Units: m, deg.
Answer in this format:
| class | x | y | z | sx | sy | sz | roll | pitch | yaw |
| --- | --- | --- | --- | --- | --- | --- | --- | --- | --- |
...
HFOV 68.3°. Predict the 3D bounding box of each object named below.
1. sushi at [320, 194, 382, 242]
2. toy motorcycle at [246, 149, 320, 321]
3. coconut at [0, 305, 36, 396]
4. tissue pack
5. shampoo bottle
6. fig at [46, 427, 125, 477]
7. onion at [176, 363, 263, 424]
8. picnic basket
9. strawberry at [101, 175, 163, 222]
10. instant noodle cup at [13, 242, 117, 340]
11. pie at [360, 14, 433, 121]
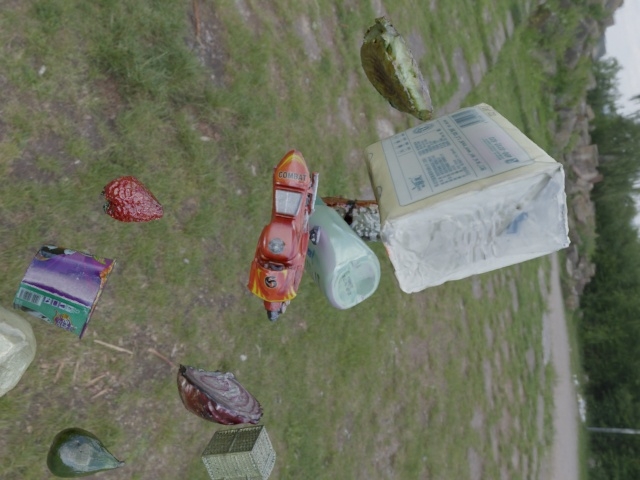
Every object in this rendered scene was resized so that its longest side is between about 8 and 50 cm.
| class | x | y | z | sx | sy | sz | roll | pitch | yaw |
| --- | --- | --- | --- | --- | --- | --- | --- | --- | --- |
| sushi | 0.097 | -0.065 | 1.437 | 0.124 | 0.332 | 0.129 | -50 | 141 | -66 |
| toy motorcycle | -0.061 | 0.001 | 0.838 | 0.171 | 0.089 | 0.298 | 22 | 78 | -78 |
| coconut | -0.727 | 0.227 | 0.980 | 0.224 | 0.224 | 0.224 | 23 | 61 | -52 |
| tissue pack | 0.125 | -0.049 | 0.455 | 0.196 | 0.148 | 0.092 | -87 | 156 | -61 |
| shampoo bottle | 0.000 | 0.000 | 1.190 | 0.349 | 0.151 | 0.221 | 49 | -14 | 42 |
| fig | -0.562 | 0.521 | 1.130 | 0.178 | 0.117 | 0.117 | 22 | 50 | -2 |
| onion | -0.350 | 0.545 | 1.578 | 0.146 | 0.280 | 0.314 | -54 | 136 | -3 |
| picnic basket | -0.273 | 0.743 | 1.613 | 0.134 | 0.196 | 0.154 | -59 | 134 | -70 |
| strawberry | -0.490 | -0.108 | 1.234 | 0.131 | 0.148 | 0.131 | 177 | -90 | -81 |
| instant noodle cup | -0.715 | 0.130 | 1.322 | 0.190 | 0.251 | 0.251 | 24 | 56 | -20 |
| pie | 0.231 | -0.511 | 1.454 | 0.354 | 0.103 | 0.288 | 53 | 3 | -28 |
